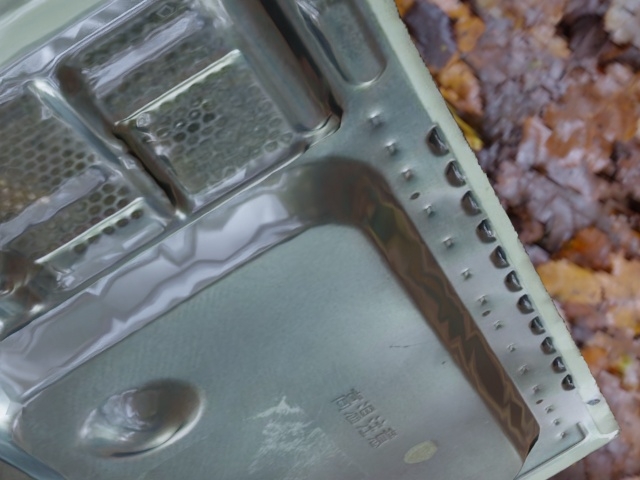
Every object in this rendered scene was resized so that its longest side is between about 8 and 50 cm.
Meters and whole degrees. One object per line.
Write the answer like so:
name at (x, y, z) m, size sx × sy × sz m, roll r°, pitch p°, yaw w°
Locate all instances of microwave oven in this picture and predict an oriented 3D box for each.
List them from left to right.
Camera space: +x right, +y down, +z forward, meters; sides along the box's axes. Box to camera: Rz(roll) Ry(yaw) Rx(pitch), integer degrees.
microwave oven at (-0.088, -0.045, 0.546) m, size 0.247 × 0.333 × 0.394 m, roll -30°, pitch 143°, yaw 6°
